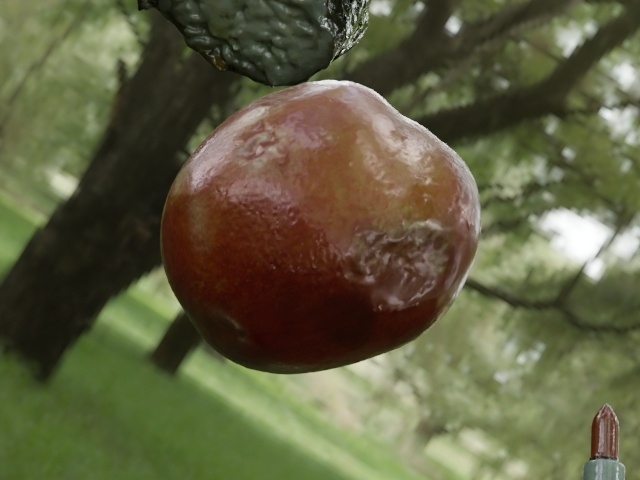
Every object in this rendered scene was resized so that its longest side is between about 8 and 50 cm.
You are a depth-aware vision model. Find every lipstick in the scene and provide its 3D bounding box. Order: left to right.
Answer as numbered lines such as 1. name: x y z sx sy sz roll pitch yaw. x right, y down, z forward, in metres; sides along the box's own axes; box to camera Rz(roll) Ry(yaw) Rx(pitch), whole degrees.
1. lipstick: 0.162 0.156 0.979 0.030 0.129 0.030 8 -25 -2

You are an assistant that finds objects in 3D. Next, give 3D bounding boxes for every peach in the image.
1. peach: 0.000 0.000 1.280 0.243 0.243 0.199 30 -30 28

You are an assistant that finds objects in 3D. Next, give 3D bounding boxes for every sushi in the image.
1. sushi: -0.044 -0.149 0.915 0.150 0.090 0.078 33 31 2
